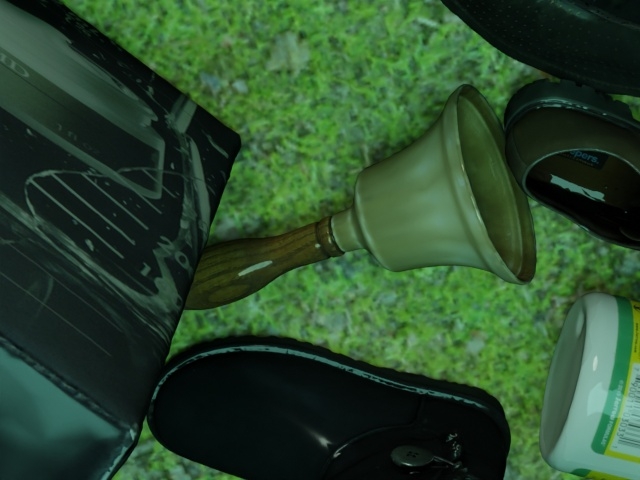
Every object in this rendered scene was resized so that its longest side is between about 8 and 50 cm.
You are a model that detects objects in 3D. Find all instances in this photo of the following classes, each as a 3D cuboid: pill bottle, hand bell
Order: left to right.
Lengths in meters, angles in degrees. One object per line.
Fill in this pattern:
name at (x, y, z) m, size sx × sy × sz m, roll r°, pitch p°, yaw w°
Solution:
hand bell at (0.000, 0.000, 1.101) m, size 0.242 × 0.126 × 0.126 m, roll -18°, pitch 106°, yaw 21°
pill bottle at (0.251, 0.109, 1.102) m, size 0.208 × 0.117 × 0.117 m, roll 14°, pitch 107°, yaw -2°

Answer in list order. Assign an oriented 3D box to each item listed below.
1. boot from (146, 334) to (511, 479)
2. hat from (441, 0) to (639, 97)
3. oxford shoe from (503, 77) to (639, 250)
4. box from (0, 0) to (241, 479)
boot at (0.006, 0.143, 1.074) m, size 0.246 × 0.207 × 0.094 m, roll 9°, pitch 108°, yaw 0°
hat at (0.194, -0.204, 0.968) m, size 0.331 × 0.331 × 0.134 m, roll 33°, pitch 67°, yaw -8°
oxford shoe at (0.218, -0.020, 1.067) m, size 0.227 × 0.096 × 0.083 m, roll 13°, pitch 127°, yaw -3°
box at (-0.326, -0.027, 0.894) m, size 0.480 × 0.472 × 0.297 m, roll 37°, pitch 104°, yaw -9°
